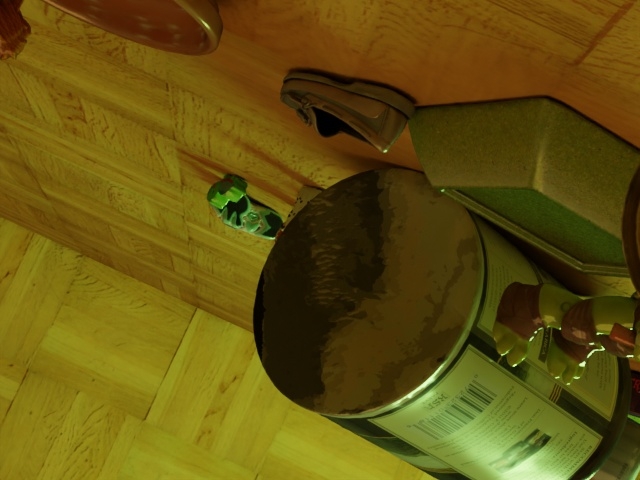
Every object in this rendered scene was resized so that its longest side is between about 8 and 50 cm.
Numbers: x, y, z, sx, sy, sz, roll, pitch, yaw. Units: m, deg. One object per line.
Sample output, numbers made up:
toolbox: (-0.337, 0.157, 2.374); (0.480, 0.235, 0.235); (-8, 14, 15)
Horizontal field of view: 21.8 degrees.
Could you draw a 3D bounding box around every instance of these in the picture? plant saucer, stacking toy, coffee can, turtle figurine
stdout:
plant saucer: (0.159, -0.023, 1.043); (0.188, 0.045, 0.188); (28, 171, -22)
stacking toy: (0.000, 0.000, 1.619); (0.167, 0.052, 0.221); (30, 171, -31)
coffee can: (0.105, 0.086, 1.346); (0.201, 0.201, 0.275); (18, 168, 40)
plant saucer: (-0.146, -0.174, 1.009); (0.200, 0.037, 0.200); (24, 173, 3)
turtle figurine: (0.228, 0.053, 1.117); (0.217, 0.087, 0.269); (-5, 174, 41)

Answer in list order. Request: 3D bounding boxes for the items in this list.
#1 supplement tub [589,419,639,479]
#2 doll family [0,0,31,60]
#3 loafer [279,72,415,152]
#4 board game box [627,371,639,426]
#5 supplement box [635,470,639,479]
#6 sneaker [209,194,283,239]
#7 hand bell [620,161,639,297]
supplement tub: (0.277, 0.208, 1.891); (0.190, 0.117, 0.117); (23, 172, 8)
doll family: (-0.283, -0.191, 1.141); (0.163, 0.118, 0.263); (26, 156, 39)
loafer: (0.010, -0.085, 1.104); (0.045, 0.039, 0.125); (30, 170, -38)
board game box: (0.475, 0.234, 1.736); (0.347, 0.056, 0.208); (30, 174, -34)
supplement box: (0.382, 0.292, 2.064); (0.191, 0.129, 0.194); (30, 170, -33)
sneaker: (-0.094, -0.030, 1.742); (0.098, 0.038, 0.069); (32, 168, -39)
hand bell: (0.252, 0.006, 0.866); (0.126, 0.126, 0.242); (20, -177, 27)
